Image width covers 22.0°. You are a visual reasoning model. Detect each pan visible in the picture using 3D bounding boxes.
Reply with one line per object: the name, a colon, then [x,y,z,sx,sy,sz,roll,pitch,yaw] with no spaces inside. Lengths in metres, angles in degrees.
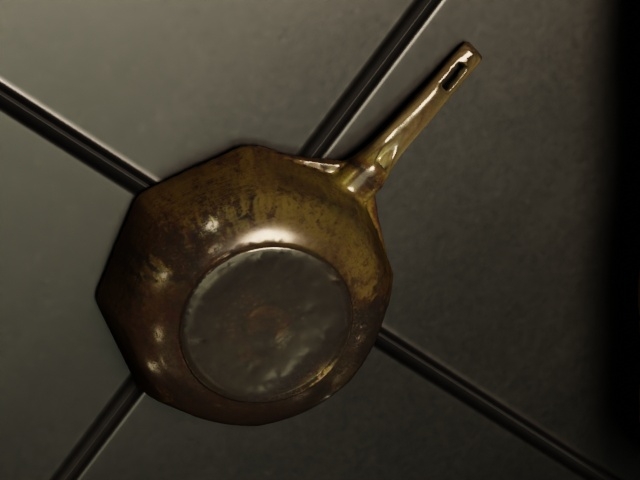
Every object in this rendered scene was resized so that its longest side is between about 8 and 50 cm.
pan: [-0.014,-0.005,0.721,0.128,0.048,0.202,17,106,-23]

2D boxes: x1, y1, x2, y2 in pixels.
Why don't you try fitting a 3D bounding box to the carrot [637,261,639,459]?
carrot: [0.203,0.001,0.762,0.114,0.114,0.302,-11,115,-13]
